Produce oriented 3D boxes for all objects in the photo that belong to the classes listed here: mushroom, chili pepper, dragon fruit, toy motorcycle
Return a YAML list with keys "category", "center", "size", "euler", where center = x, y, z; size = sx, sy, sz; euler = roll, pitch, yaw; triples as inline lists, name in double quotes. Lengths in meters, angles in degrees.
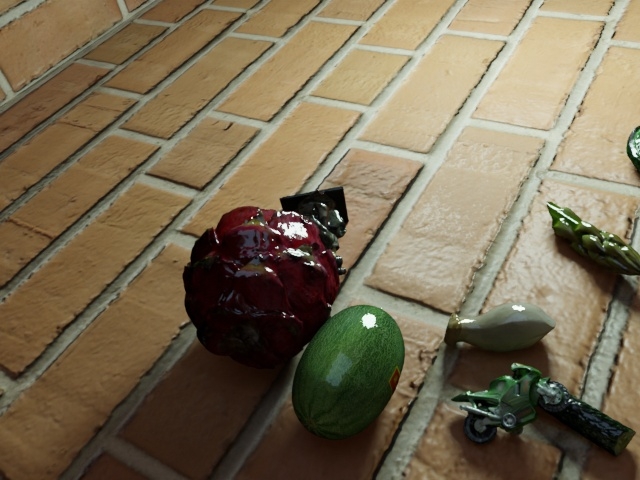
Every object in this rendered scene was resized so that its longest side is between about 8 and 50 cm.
- category: "mushroom"
  center: [0.346, 0.167, 1.172]
  size: [0.212, 0.088, 0.097]
  euler: [-8, 35, 14]
- category: "chili pepper"
  center: [0.807, -0.211, 1.463]
  size: [0.122, 0.065, 0.279]
  euler: [9, 44, 25]
- category: "dragon fruit"
  center: [-0.120, 0.089, 1.197]
  size: [0.329, 0.329, 0.329]
  euler: [-6, 44, 6]
- category: "toy motorcycle"
  center: [0.329, 0.278, 1.052]
  size: [0.190, 0.074, 0.106]
  euler: [-29, 55, 14]

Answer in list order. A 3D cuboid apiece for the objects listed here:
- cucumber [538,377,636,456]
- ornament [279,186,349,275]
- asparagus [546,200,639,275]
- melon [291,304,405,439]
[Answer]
- category: "cucumber"
  center: [0.432, 0.291, 1.054]
  size: [0.058, 0.052, 0.214]
  euler: [-21, 40, -39]
- category: "ornament"
  center: [0.000, 0.000, 1.397]
  size: [0.153, 0.166, 0.196]
  euler: [-12, 59, 3]
- category: "asparagus"
  center: [0.582, 0.004, 1.292]
  size: [0.080, 0.080, 0.287]
  euler: [-29, 38, -16]
- category: "melon"
  center: [0.059, 0.229, 1.108]
  size: [0.182, 0.182, 0.288]
  euler: [17, 52, 27]
